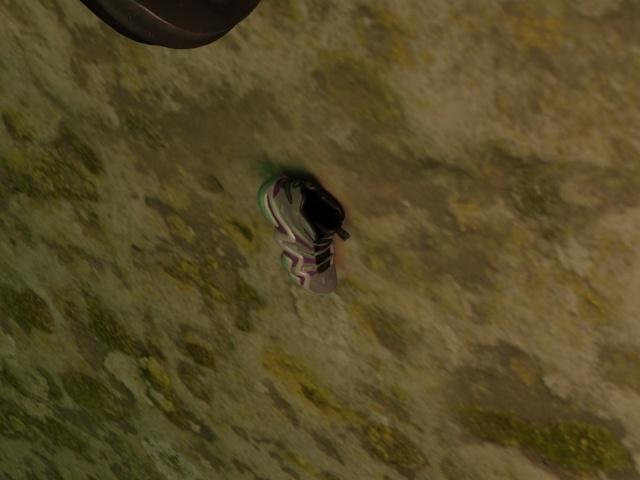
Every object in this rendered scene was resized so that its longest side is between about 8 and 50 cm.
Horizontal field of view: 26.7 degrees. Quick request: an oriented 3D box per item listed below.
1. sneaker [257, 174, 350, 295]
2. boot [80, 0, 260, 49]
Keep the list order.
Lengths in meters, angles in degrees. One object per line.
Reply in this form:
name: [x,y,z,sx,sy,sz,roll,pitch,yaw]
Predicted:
sneaker: [0.000,0.000,0.933,0.069,0.038,0.098,5,132,50]
boot: [-0.242,-0.225,0.841,0.445,0.146,0.367,-22,100,55]
